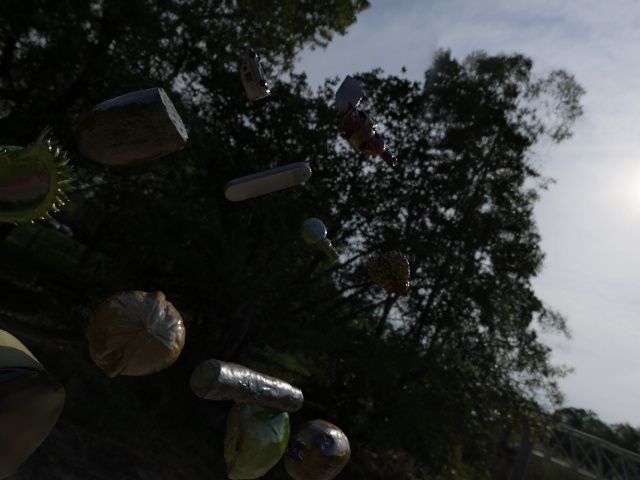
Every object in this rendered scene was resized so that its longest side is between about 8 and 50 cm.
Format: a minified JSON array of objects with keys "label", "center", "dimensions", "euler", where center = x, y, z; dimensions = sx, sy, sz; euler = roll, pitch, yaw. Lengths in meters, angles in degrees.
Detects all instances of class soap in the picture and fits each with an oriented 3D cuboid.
[{"label":"soap","center":[0.112,-0.578,1.798],"dimensions":[0.100,0.149,0.056],"euler":[30,-12,1]}]

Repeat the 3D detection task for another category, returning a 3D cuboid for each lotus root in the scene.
[{"label":"lotus root","center":[-0.652,-0.374,1.525],"dimensions":[0.346,0.250,0.250],"euler":[-17,-18,-2]},{"label":"lotus root","center":[-0.013,0.507,1.068],"dimensions":[0.129,0.145,0.260],"euler":[24,-12,36]}]

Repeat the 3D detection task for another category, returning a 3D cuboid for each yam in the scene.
[{"label":"yam","center":[-0.107,0.250,0.745],"dimensions":[0.061,0.061,0.274],"euler":[12,-18,34]}]

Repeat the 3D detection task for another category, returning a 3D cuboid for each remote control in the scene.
[{"label":"remote control","center":[-0.144,-0.161,1.225],"dimensions":[0.245,0.022,0.077],"euler":[-17,-29,-7]}]

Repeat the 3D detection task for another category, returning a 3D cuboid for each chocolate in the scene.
[{"label":"chocolate","center":[-0.779,0.349,0.951],"dimensions":[0.297,0.314,0.326],"euler":[28,27,20]}]

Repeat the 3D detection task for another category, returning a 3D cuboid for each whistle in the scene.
[{"label":"whistle","center":[0.000,0.000,1.759],"dimensions":[0.198,0.104,0.057],"euler":[51,-39,-4]}]

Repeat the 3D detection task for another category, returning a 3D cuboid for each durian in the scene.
[{"label":"durian","center":[0.257,0.117,1.681],"dimensions":[0.165,0.182,0.132],"euler":[-3,-35,17]},{"label":"durian","center":[-0.657,-0.129,0.917],"dimensions":[0.356,0.157,0.169],"euler":[-3,-22,11]}]

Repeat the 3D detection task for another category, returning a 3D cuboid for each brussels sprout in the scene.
[{"label":"brussels sprout","center":[-0.119,0.381,0.867],"dimensions":[0.122,0.149,0.151],"euler":[9,-19,-16]}]

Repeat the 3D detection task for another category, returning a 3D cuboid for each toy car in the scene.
[{"label":"toy car","center":[-0.295,-0.720,1.939],"dimensions":[0.108,0.209,0.089],"euler":[-18,4,12]}]

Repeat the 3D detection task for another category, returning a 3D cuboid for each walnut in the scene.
[{"label":"walnut","center":[-0.438,0.222,1.066],"dimensions":[0.225,0.224,0.261],"euler":[28,-26,-19]}]

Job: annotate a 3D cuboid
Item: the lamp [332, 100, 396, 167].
[{"label":"lamp","center":[0.156,-0.351,1.527],"dimensions":[0.253,0.118,0.118],"euler":[39,-20,-22]}]
